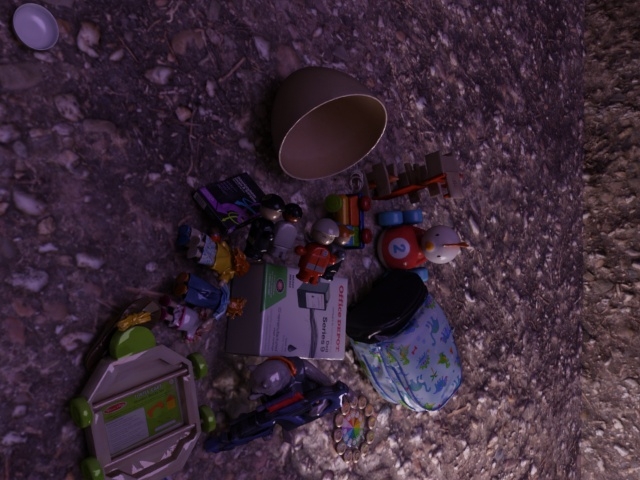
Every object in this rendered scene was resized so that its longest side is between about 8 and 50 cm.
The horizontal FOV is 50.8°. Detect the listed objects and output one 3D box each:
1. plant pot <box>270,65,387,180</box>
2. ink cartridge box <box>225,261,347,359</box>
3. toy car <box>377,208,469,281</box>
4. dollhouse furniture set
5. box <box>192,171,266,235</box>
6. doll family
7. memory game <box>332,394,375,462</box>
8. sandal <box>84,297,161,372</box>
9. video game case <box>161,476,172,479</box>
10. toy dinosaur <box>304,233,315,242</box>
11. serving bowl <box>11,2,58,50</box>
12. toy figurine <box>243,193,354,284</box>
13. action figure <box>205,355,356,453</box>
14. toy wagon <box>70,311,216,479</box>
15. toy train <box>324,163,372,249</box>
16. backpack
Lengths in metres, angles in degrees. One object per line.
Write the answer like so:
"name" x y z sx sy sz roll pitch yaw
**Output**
"plant pot" -0.007 -0.311 1.642 0.284 0.284 0.191 7 46 -48
"ink cartridge box" -0.071 0.173 1.599 0.289 0.122 0.211 12 77 -47
"toy car" 0.310 0.014 1.958 0.210 0.238 0.219 -6 90 -49
"dollhouse furniture set" 0.266 -0.152 1.910 0.262 0.259 0.135 -3 80 -47
"box" -0.191 -0.086 1.515 0.116 0.029 0.162 49 41 11
"doll family" -0.227 0.092 1.432 0.163 0.118 0.262 30 65 -43
"memory game" 0.094 0.512 1.840 0.186 0.012 0.186 5 83 -48
"sandal" -0.388 0.178 1.302 0.180 0.049 0.072 -49 127 -22
"video game case" -0.329 0.589 1.346 0.183 0.023 0.201 -49 121 -39
"toy dinosaur" 0.000 0.000 1.735 0.047 0.090 0.082 -49 167 -27
"serving bowl" -0.518 -0.382 1.214 0.083 0.027 0.083 7 81 -49
"toy figurine" -0.044 -0.007 1.503 0.148 0.213 0.209 -69 162 7
"action figure" -0.096 0.355 1.508 0.330 0.341 0.178 60 10 -57
"toy wagon" -0.340 0.298 1.288 0.267 0.068 0.344 -17 106 -41
"toy train" 0.059 -0.101 1.766 0.143 0.105 0.248 3 84 -60
"backpack" 0.241 0.308 1.870 0.290 0.273 0.355 -38 132 -36
